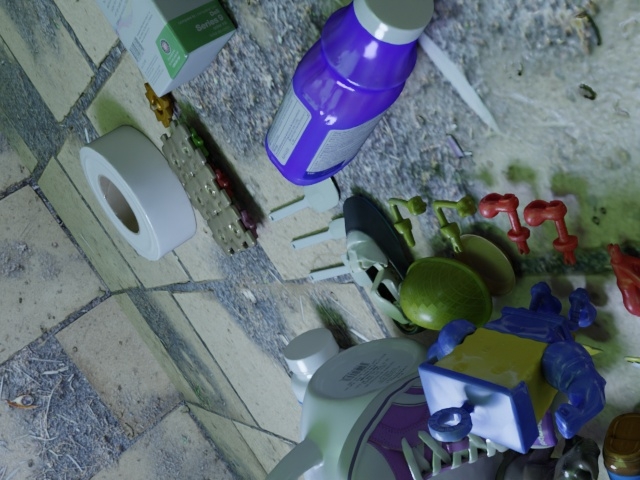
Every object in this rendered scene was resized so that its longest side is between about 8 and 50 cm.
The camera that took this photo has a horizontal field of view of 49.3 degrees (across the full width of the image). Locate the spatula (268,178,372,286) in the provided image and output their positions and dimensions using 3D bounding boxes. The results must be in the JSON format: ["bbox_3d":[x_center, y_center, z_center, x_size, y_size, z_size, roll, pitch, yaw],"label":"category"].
[{"bbox_3d":[0.000,0.000,1.050,0.168,0.019,0.242,56,154,-7],"label":"spatula"}]

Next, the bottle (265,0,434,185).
[{"bbox_3d":[0.025,-0.155,0.706,0.092,0.118,0.283,51,155,6],"label":"bottle"}]

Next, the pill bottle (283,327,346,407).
[{"bbox_3d":[0.023,0.266,1.217,0.124,0.124,0.221,7,127,56],"label":"pill bottle"}]

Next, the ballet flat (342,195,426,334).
[{"bbox_3d":[0.080,0.038,0.904,0.203,0.074,0.074,57,154,-6],"label":"ballet flat"}]

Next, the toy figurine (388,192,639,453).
[{"bbox_3d":[0.147,0.090,0.661,0.363,0.217,0.191,10,132,48],"label":"toy figurine"}]

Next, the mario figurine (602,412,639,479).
[{"bbox_3d":[0.388,0.333,0.749,0.198,0.170,0.320,-95,-7,-68],"label":"mario figurine"}]

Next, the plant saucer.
[{"bbox_3d":[0.186,0.025,0.777,0.083,0.015,0.083,39,151,27],"label":"plant saucer"}]

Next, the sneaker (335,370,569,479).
[{"bbox_3d":[0.154,0.198,0.738,0.161,0.282,0.102,11,129,53],"label":"sneaker"}]

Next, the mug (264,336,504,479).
[{"bbox_3d":[0.075,0.335,0.936,0.276,0.374,0.328,3,116,59],"label":"mug"}]

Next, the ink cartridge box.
[{"bbox_3d":[-0.227,-0.327,0.942,0.212,0.093,0.154,55,153,-7],"label":"ink cartridge box"}]

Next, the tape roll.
[{"bbox_3d":[-0.388,-0.097,1.481,0.286,0.100,0.286,38,150,27],"label":"tape roll"}]

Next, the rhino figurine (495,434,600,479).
[{"bbox_3d":[0.260,0.264,0.782,0.073,0.106,0.243,21,163,2],"label":"rhino figurine"}]

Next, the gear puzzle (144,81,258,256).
[{"bbox_3d":[-0.213,-0.130,1.226,0.338,0.044,0.175,59,155,-5],"label":"gear puzzle"}]
